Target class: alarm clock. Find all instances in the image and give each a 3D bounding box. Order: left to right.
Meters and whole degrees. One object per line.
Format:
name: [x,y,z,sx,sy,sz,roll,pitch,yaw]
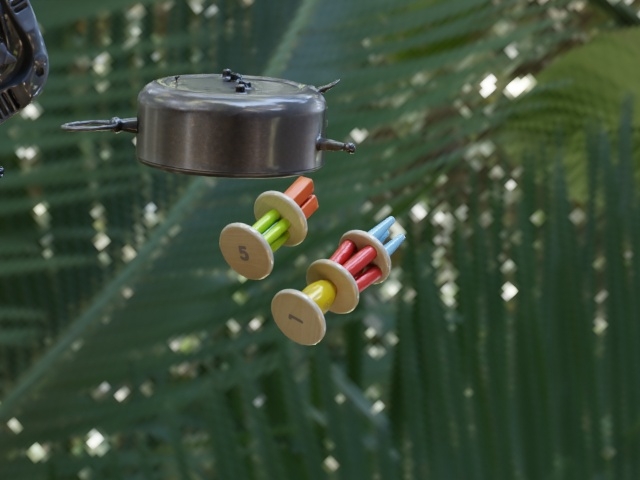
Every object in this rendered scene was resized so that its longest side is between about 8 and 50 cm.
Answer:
alarm clock: [-0.079,-0.080,1.241,0.129,0.192,0.064,-131,-141,-73]

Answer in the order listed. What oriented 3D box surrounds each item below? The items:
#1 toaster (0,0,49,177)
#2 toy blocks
toaster: [-0.263,-0.148,1.120,0.146,0.129,0.227,28,-31,53]
toy blocks: [0.000,0.000,1.532,0.123,0.148,0.054,52,-42,-5]
